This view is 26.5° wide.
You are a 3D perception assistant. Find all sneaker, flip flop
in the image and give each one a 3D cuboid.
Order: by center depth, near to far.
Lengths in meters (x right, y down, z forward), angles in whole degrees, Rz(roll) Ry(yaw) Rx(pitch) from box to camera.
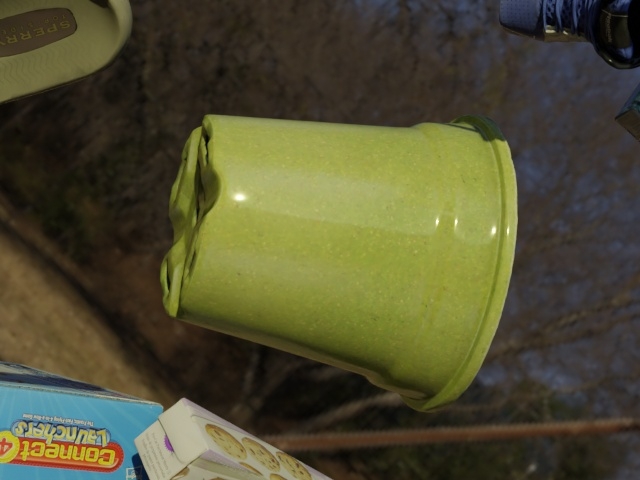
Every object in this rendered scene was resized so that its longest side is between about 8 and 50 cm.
[{"bbox_3d":[-0.236,-0.081,0.754,0.112,0.277,0.080,75,-2,-48],"label":"flip flop"},{"bbox_3d":[0.371,-0.304,1.770,0.316,0.182,0.127,12,-69,28],"label":"sneaker"}]

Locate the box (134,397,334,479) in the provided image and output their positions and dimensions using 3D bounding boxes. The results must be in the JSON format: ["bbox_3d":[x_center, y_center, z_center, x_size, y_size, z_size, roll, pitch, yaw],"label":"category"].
[{"bbox_3d":[-0.041,0.236,1.247,0.324,0.063,0.067,38,15,-46],"label":"box"}]

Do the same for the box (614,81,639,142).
[{"bbox_3d":[0.624,-0.225,2.118,0.232,0.322,0.058,42,-29,-8],"label":"box"}]

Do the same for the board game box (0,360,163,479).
[{"bbox_3d":[-0.353,0.155,1.248,0.302,0.086,0.308,12,-5,-35],"label":"board game box"}]

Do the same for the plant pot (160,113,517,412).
[{"bbox_3d":[0.000,0.000,1.203,0.254,0.276,0.276,10,0,-17],"label":"plant pot"}]
